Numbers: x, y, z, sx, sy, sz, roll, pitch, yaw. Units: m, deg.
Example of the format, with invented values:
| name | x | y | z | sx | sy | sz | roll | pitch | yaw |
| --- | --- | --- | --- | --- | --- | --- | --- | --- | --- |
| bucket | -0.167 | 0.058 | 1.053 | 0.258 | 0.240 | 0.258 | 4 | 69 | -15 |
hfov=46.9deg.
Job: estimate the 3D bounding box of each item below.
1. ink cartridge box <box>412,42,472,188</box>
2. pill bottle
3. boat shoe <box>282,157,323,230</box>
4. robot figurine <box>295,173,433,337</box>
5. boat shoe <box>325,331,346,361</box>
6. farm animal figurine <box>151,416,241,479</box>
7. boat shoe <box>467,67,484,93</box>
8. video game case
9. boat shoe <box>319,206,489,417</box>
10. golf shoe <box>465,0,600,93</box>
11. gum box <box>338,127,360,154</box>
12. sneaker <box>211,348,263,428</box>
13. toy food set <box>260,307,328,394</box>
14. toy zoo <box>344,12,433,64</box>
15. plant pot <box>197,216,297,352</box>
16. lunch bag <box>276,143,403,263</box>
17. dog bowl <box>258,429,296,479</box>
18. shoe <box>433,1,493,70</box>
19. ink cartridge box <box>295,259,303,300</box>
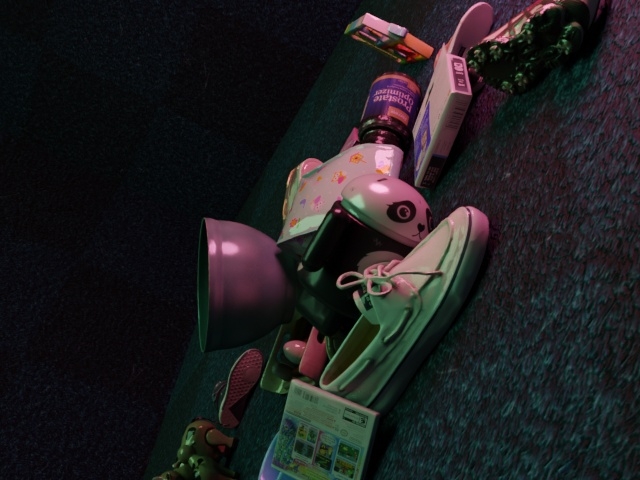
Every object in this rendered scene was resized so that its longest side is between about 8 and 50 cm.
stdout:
| name | x | y | z | sx | sy | sz | roll | pitch | yaw |
| --- | --- | --- | --- | --- | --- | --- | --- | --- | --- |
| ink cartridge box | 0.225 | -0.236 | 1.391 | 0.208 | 0.045 | 0.206 | -85 | 9 | -51 |
| pill bottle | 0.153 | -0.268 | 1.672 | 0.123 | 0.123 | 0.219 | -47 | 22 | 54 |
| boat shoe | -0.049 | -0.064 | 1.969 | 0.091 | 0.109 | 0.305 | -10 | 71 | 61 |
| robot figurine | 0.071 | 0.026 | 1.219 | 0.278 | 0.173 | 0.209 | -61 | -2 | 12 |
| boat shoe | 0.072 | 0.124 | 1.367 | 0.095 | 0.095 | 0.257 | 88 | -163 | -62 |
| farm animal figurine | -0.321 | 0.581 | 1.848 | 0.330 | 0.172 | 0.327 | -56 | 15 | 35 |
| boat shoe | 0.272 | -0.297 | 1.427 | 0.049 | 0.040 | 0.142 | -69 | 13 | -19 |
| video game case | 0.005 | 0.302 | 1.110 | 0.019 | 0.157 | 0.143 | 9 | -84 | -57 |
| boat shoe | 0.101 | 0.090 | 1.103 | 0.367 | 0.156 | 0.136 | -60 | 13 | 21 |
| golf shoe | 0.330 | -0.310 | 1.137 | 0.120 | 0.105 | 0.273 | -49 | 13 | -15 |
| gum box | 0.074 | -0.198 | 1.996 | 0.188 | 0.062 | 0.107 | -59 | 13 | 24 |
| sneaker | -0.235 | 0.393 | 2.064 | 0.226 | 0.086 | 0.163 | -66 | 15 | 0 |
| toy food set | -0.047 | 0.212 | 1.627 | 0.306 | 0.092 | 0.219 | -37 | 30 | 64 |
| toy zoo | 0.176 | -0.517 | 1.903 | 0.030 | 0.192 | 0.293 | -64 | 13 | 5 |
| plant pot | -0.162 | 0.098 | 1.620 | 0.293 | 0.196 | 0.293 | -179 | 90 | -76 |
| lunch bag | 0.063 | -0.069 | 1.552 | 0.262 | 0.160 | 0.223 | -22 | 39 | 41 |
| dog bowl | -0.040 | 0.413 | 1.251 | 0.166 | 0.074 | 0.297 | -64 | 13 | 1 |
| shoe | 0.289 | -0.409 | 1.520 | 0.081 | 0.063 | 0.178 | -104 | 37 | -63 |
| ink cartridge box | 0.000 | 0.000 | 1.788 | 0.201 | 0.117 | 0.278 | -42 | 26 | 60 |
